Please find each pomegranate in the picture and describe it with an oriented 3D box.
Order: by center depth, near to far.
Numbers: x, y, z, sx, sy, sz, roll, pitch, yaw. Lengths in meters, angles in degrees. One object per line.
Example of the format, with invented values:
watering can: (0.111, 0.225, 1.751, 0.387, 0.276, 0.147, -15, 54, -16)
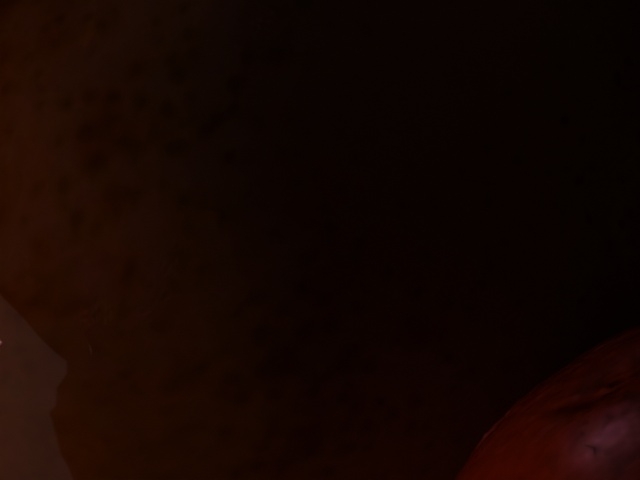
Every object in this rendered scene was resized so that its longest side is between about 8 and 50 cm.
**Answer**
pomegranate: (0.000, 0.000, 0.661, 0.416, 0.416, 0.417, 160, 90, -87)

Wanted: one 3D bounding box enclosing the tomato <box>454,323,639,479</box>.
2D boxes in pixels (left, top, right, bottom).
tomato: (0.126, 0.113, 0.426, 0.232, 0.232, 0.188, 70, -161, -4)
